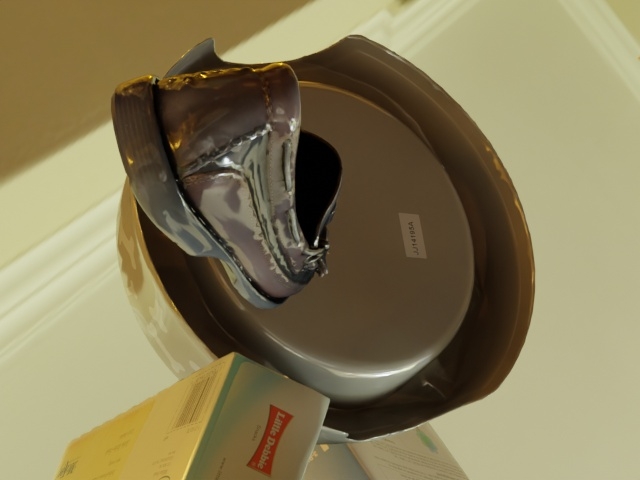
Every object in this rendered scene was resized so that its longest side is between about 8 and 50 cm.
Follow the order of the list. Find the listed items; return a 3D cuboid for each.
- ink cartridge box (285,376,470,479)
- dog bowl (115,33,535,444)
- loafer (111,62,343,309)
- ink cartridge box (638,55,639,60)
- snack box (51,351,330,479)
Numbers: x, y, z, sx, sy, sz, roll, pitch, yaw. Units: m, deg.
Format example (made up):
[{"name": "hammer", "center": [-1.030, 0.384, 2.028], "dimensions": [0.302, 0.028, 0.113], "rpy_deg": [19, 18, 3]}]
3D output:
[{"name": "ink cartridge box", "center": [0.076, 0.304, 1.087], "dimensions": [0.270, 0.151, 0.395], "rpy_deg": [30, -162, -53]}, {"name": "dog bowl", "center": [0.000, 0.000, 0.948], "dimensions": [0.349, 0.102, 0.348], "rpy_deg": [14, -120, -26]}, {"name": "loafer", "center": [-0.024, -0.028, 0.706], "dimensions": [0.302, 0.095, 0.109], "rpy_deg": [39, -147, -74]}, {"name": "ink cartridge box", "center": [0.265, -0.122, 0.878], "dimensions": [0.083, 0.028, 0.048], "rpy_deg": [25, -156, -35]}, {"name": "snack box", "center": [-0.115, 0.185, 0.661], "dimensions": [0.060, 0.322, 0.187], "rpy_deg": [29, -117, -15]}]
